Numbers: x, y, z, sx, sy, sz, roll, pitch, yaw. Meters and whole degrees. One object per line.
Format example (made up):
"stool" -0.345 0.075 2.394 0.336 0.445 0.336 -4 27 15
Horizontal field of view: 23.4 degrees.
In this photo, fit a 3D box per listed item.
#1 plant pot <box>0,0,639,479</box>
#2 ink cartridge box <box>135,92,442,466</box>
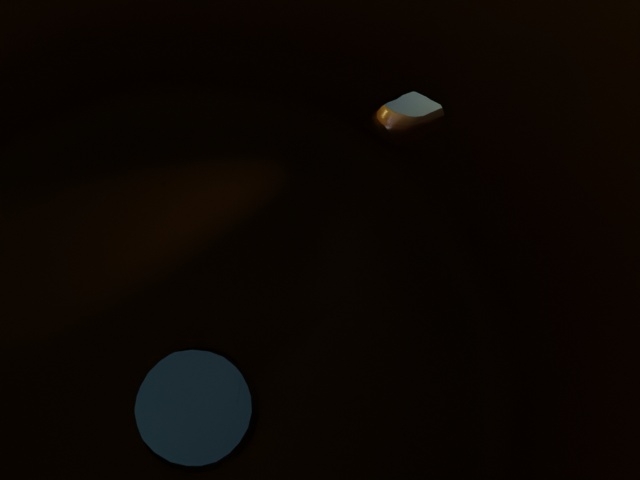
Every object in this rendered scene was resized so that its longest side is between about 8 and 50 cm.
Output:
"plant pot" -0.017 0.046 0.361 0.291 0.291 0.203 7 -4 -10
"ink cartridge box" 0.000 0.000 0.677 0.117 0.207 0.283 10 12 8
